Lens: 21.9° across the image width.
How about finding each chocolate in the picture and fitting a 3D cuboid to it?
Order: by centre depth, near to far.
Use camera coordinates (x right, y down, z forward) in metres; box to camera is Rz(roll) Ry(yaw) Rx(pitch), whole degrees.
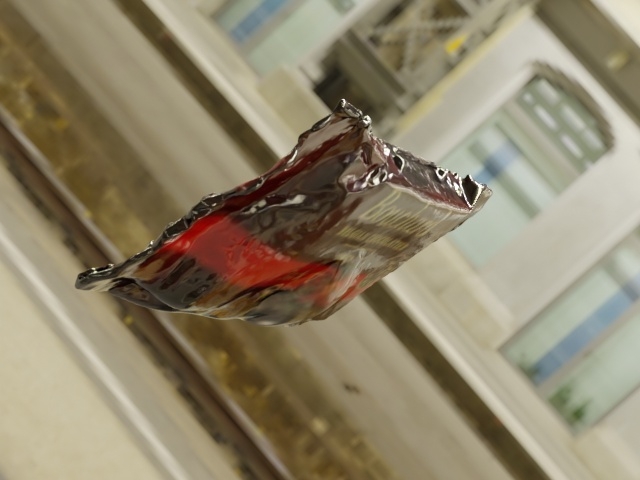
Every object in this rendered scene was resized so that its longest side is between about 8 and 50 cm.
[{"bbox_3d":[0.000,0.000,0.460,0.028,0.086,0.182,59,10,16],"label":"chocolate"}]
